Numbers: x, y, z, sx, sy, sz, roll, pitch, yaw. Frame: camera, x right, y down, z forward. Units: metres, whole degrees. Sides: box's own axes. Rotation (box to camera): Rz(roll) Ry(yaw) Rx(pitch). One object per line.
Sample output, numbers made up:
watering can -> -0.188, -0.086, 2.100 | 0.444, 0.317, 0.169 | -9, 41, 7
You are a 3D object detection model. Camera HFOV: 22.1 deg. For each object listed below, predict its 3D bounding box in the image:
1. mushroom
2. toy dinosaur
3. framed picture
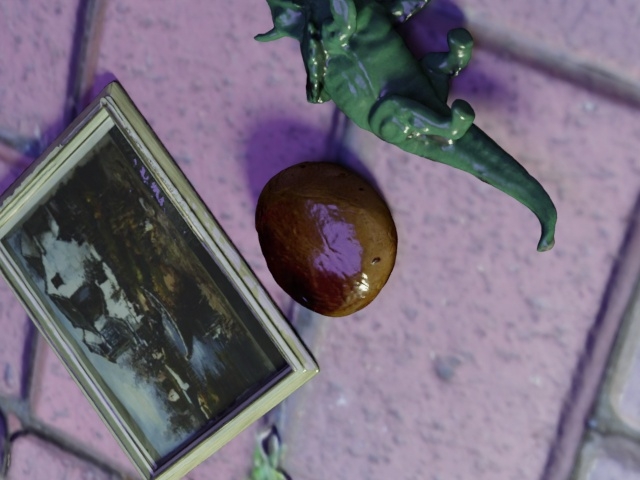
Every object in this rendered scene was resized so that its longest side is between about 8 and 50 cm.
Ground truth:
mushroom -> 0.000, 0.000, 1.245 | 0.123, 0.052, 0.123 | 7, 105, 29
toy dinosaur -> 0.068, -0.115, 1.153 | 0.292, 0.079, 0.120 | 31, 124, 23
framed picture -> -0.160, 0.047, 1.377 | 0.232, 0.019, 0.296 | -41, 82, 34
